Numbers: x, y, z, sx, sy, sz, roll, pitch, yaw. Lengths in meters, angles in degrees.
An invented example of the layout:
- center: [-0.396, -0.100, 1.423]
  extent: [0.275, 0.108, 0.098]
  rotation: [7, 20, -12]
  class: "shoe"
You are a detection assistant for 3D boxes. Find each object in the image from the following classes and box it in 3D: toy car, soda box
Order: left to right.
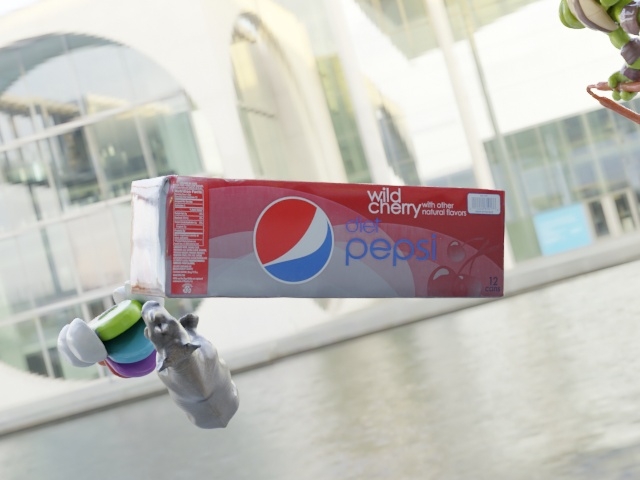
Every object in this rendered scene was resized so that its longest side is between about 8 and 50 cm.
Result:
- center: [-0.307, 0.152, 1.797]
  extent: [0.159, 0.136, 0.182]
  rotation: [-38, 4, -25]
  class: "toy car"
- center: [0.000, 0.000, 0.839]
  extent: [0.263, 0.083, 0.092]
  rotation: [2, -1, -24]
  class: "soda box"

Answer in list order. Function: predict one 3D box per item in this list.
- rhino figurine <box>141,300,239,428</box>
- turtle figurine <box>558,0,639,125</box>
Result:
- center: [-0.147, 0.135, 1.287]
  extent: [0.073, 0.106, 0.243]
  rotation: [-26, -30, -4]
  class: "rhino figurine"
- center: [0.286, -0.224, 1.138]
  extent: [0.087, 0.269, 0.217]
  rotation: [-37, 10, -1]
  class: "turtle figurine"
